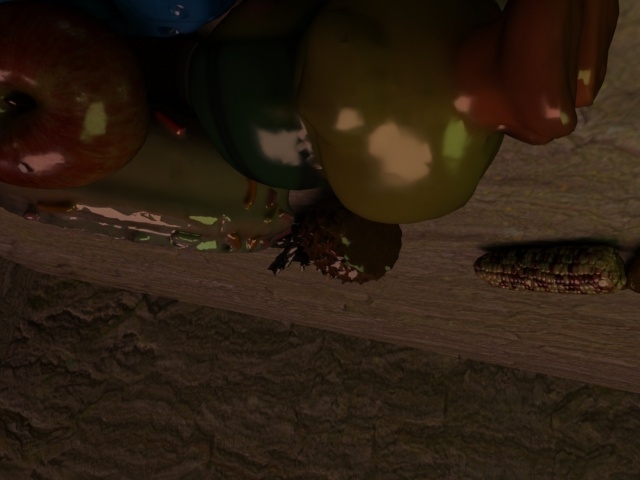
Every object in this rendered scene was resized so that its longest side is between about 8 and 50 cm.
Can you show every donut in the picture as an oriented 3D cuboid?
[{"bbox_3d":[-0.204,-0.093,0.667,0.383,0.142,0.382,13,-172,-2],"label":"donut"}]

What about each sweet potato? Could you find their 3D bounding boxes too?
[{"bbox_3d":[0.528,0.061,0.883,0.068,0.068,0.226,8,164,18],"label":"sweet potato"}]

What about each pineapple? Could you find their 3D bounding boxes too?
[{"bbox_3d":[0.003,-0.002,0.994,0.166,0.165,0.364,21,170,-23],"label":"pineapple"}]

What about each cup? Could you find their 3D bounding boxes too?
[{"bbox_3d":[-0.177,-0.200,0.621,0.099,0.102,0.074,12,124,11],"label":"cup"}]

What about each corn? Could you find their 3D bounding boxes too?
[{"bbox_3d":[0.387,0.052,0.933,0.086,0.086,0.253,28,159,-38],"label":"corn"}]

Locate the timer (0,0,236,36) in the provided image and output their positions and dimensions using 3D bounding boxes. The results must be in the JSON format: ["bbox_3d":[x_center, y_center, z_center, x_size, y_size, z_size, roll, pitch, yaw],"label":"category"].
[{"bbox_3d":[-0.215,-0.266,0.345,0.309,0.115,0.340,11,164,17],"label":"timer"}]

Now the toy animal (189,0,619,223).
[{"bbox_3d":[0.042,-0.111,0.438,0.338,0.216,0.191,10,121,35],"label":"toy animal"}]

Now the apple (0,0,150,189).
[{"bbox_3d":[-0.209,-0.111,0.424,0.146,0.146,0.131,14,-158,-2],"label":"apple"}]
